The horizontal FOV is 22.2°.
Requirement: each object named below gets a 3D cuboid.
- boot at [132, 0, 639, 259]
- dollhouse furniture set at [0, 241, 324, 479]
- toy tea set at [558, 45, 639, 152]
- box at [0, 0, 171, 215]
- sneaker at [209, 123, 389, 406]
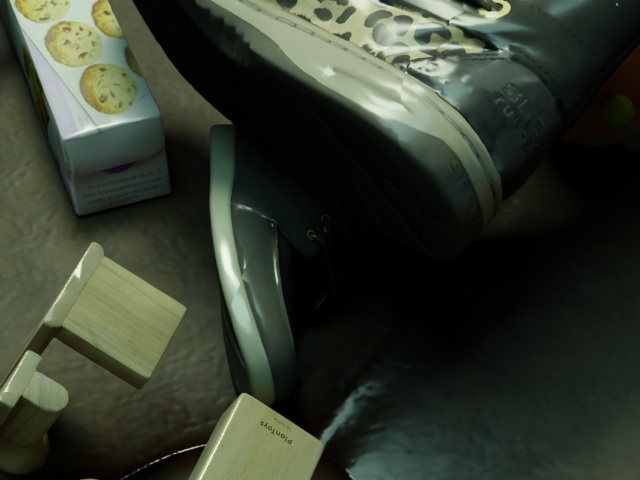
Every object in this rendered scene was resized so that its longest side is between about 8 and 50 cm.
[{"bbox_3d":[0.055,-0.176,0.915,0.284,0.138,0.377,-37,45,-12],"label":"boot"},{"bbox_3d":[-0.102,0.120,0.817,0.151,0.123,0.144,33,48,-8],"label":"dollhouse furniture set"},{"bbox_3d":[0.184,-0.158,1.087,0.200,0.124,0.336,-7,33,46],"label":"toy tea set"},{"bbox_3d":[-0.173,-0.139,1.101,0.067,0.063,0.324,-14,41,-12],"label":"box"},{"bbox_3d":[0.000,0.000,0.908,0.118,0.083,0.222,-5,39,-2],"label":"sneaker"}]
